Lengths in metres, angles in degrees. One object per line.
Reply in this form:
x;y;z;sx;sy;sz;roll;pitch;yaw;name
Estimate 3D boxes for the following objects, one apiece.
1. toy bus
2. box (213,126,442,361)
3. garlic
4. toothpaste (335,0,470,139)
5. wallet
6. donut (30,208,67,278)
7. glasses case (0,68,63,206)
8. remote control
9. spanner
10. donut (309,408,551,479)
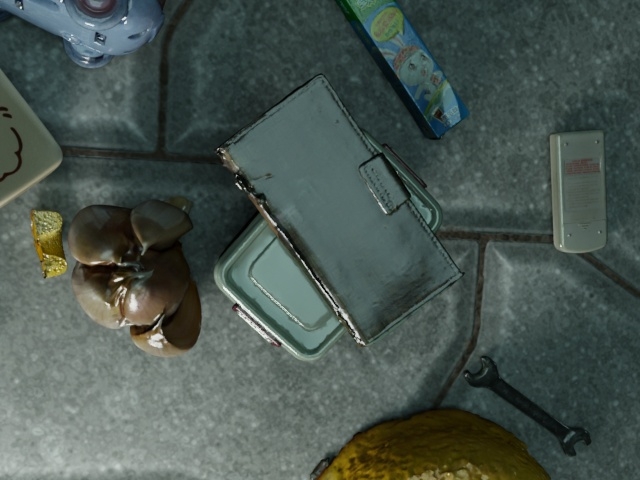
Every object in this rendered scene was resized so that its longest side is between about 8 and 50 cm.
-0.313;-0.368;1.029;0.294;0.197;0.231;24;80;-14;toy bus
0.000;0.000;1.145;0.193;0.167;0.294;44;85;-12;box
-0.246;0.050;1.102;0.160;0.191;0.213;5;107;11;garlic
0.113;-0.269;1.203;0.065;0.050;0.266;-37;102;-5;toothpaste
0.028;-0.033;1.042;0.169;0.044;0.317;-37;101;-4;wallet
-0.358;0.004;1.115;0.038;0.067;0.083;-11;64;-29;donut
-0.476;-0.193;1.033;0.144;0.076;0.336;-45;106;-34;glasses case
0.401;-0.075;1.302;0.088;0.029;0.189;-7;97;-12;remote control
0.330;0.265;1.327;0.255;0.015;0.054;36;86;-14;spanner
0.160;0.482;1.233;0.378;0.163;0.434;-4;97;-12;donut
